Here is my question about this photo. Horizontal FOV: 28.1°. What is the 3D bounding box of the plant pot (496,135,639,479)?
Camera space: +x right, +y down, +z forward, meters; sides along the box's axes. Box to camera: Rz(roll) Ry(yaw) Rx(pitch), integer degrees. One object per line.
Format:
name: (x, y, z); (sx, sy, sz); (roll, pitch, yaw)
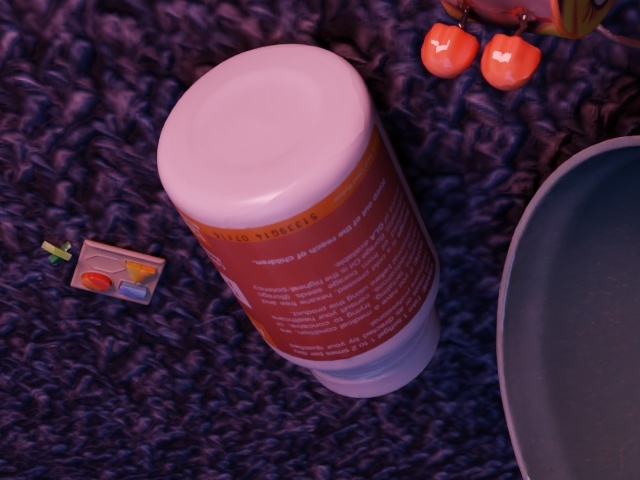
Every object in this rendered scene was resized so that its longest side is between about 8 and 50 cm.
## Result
plant pot: (0.263, 0.077, 0.717); (0.196, 0.293, 0.293); (-9, 151, -27)

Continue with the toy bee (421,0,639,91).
toy bee: (0.093, -0.142, 0.482); (0.195, 0.162, 0.298); (-2, 135, 47)

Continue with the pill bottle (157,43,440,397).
pill bottle: (0.000, 0.000, 0.745); (0.121, 0.121, 0.216); (-8, 141, 17)

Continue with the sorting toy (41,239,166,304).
sorting toy: (-0.154, 0.022, 0.886); (0.083, 0.012, 0.062); (14, 143, -13)
